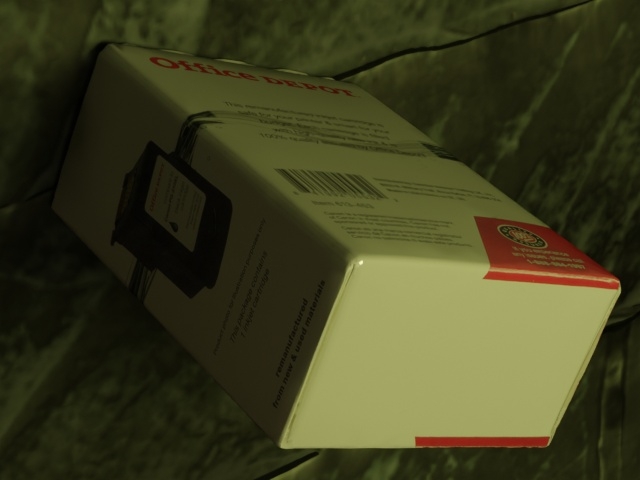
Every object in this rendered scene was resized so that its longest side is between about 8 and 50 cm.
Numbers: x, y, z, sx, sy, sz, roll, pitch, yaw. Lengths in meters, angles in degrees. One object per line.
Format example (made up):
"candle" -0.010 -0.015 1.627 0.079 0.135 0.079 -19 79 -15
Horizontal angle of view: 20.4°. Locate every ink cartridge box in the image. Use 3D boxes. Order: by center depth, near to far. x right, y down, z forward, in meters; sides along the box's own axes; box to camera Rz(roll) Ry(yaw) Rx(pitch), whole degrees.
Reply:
"ink cartridge box" 0.000 0.000 0.878 0.172 0.237 0.100 5 114 -39
